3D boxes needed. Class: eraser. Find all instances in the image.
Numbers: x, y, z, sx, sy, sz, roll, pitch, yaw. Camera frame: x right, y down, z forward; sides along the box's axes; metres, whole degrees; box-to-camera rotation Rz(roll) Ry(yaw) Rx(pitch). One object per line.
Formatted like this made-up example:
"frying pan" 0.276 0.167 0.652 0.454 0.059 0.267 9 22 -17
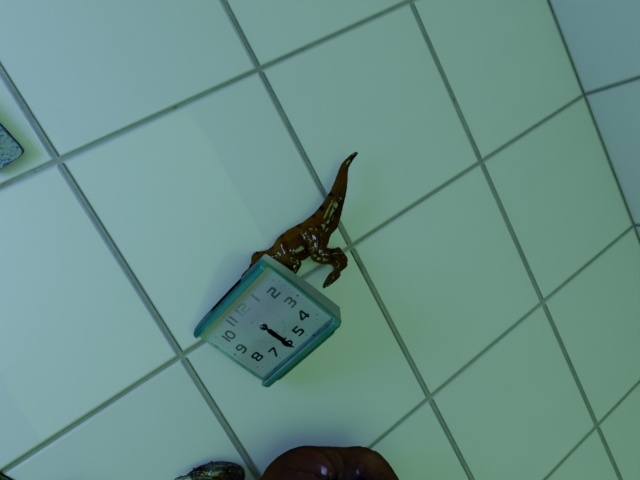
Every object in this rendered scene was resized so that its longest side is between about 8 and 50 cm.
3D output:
"eraser" -0.686 -0.236 0.919 0.082 0.036 0.225 -42 105 -15

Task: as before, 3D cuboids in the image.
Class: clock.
"clock" -0.116 0.176 1.077 0.231 0.116 0.262 39 113 -14

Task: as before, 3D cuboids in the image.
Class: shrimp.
"shrimp" -0.254 0.544 1.091 0.165 0.056 0.065 3 96 -20

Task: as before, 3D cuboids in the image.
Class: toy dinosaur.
"toy dinosaur" 0.000 0.000 1.175 0.432 0.097 0.208 -45 100 -16

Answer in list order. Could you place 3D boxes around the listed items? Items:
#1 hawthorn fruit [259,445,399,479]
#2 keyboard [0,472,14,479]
"hawthorn fruit" 0.039 0.694 1.013 0.471 0.471 0.472 0 90 -22
"keyboard" -0.686 0.463 0.936 0.155 0.010 0.053 42 76 -17
